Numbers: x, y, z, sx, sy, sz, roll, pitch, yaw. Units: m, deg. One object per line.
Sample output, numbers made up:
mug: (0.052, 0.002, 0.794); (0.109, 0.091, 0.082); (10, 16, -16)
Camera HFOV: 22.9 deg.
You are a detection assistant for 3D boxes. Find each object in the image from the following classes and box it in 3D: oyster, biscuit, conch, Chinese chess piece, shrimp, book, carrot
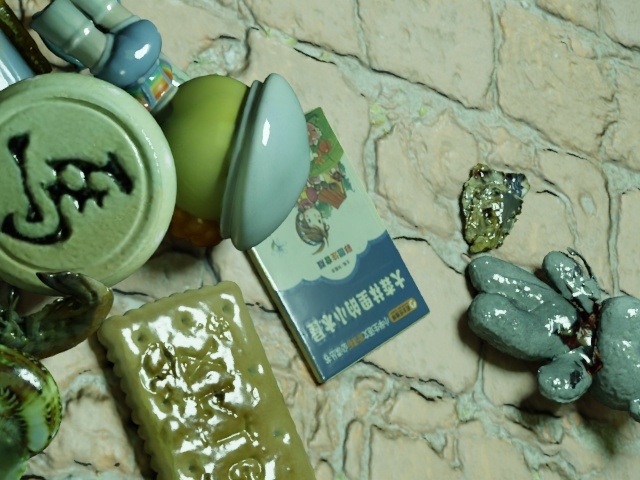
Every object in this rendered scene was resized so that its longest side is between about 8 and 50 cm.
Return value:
oyster: (0.248, -0.044, 2.253); (0.103, 0.051, 0.148); (23, 70, -20)
biscuit: (-0.123, 0.216, 1.883); (0.217, 0.044, 0.325); (-17, 84, -38)
conch: (-0.360, 0.200, 1.668); (0.181, 0.124, 0.187); (-1, 101, -48)
Chinese chess piece: (-0.286, -0.061, 1.755); (0.250, 0.101, 0.250); (0, 96, -3)
shrimp: (-0.342, 0.065, 1.667); (0.296, 0.169, 0.058); (23, 38, -51)
book: (0.000, 0.000, 2.073); (0.228, 0.018, 0.322); (-30, 91, -40)
carrot: (-0.379, -0.261, 1.879); (0.171, 0.042, 0.042); (53, 51, -8)

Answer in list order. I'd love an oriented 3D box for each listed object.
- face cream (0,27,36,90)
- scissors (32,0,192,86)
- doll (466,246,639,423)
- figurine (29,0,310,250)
face cream: (-0.402, -0.216, 1.821); (0.385, 0.086, 0.135); (55, 42, -13)
scissors: (-0.225, -0.223, 1.978); (0.289, 0.041, 0.138); (36, 51, -19)
doll: (0.365, 0.122, 2.205); (0.340, 0.158, 0.246); (33, 44, -19)
figurine: (-0.175, -0.148, 1.856); (0.382, 0.205, 0.224); (32, 57, -23)
